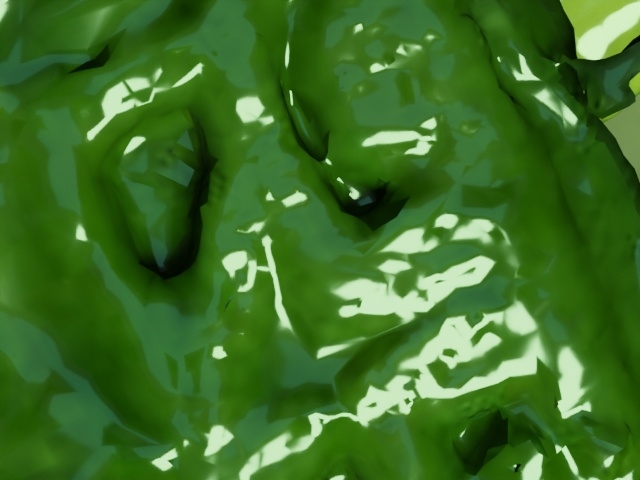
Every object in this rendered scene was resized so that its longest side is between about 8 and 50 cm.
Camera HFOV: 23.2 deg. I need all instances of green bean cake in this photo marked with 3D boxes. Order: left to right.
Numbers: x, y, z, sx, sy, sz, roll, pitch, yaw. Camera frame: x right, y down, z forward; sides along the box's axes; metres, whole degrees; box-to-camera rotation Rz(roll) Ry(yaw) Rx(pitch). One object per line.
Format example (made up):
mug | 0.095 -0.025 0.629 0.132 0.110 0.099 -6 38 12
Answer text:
green bean cake | -0.049 0.050 0.456 0.335 0.218 0.319 -26 95 5

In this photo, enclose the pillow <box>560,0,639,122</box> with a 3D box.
pillow | 0.161 -0.049 0.627 0.233 0.086 0.214 45 87 -2
